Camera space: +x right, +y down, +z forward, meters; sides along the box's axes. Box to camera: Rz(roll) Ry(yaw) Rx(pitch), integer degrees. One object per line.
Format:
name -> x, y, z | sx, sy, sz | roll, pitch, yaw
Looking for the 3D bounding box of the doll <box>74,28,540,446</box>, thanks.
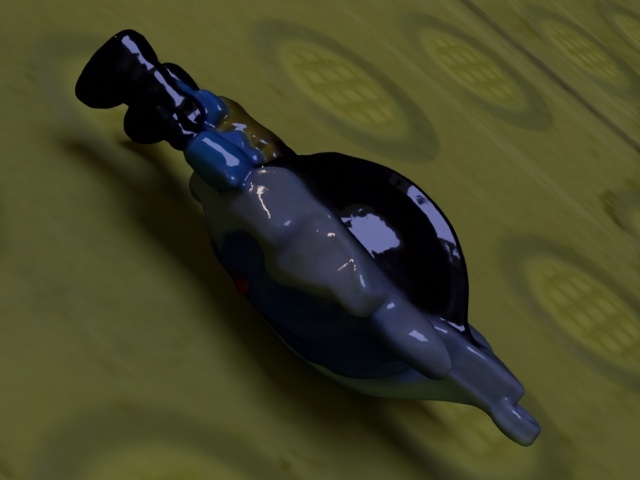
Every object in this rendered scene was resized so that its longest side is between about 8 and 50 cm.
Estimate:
doll -> 0.000, 0.000, 0.500 | 0.195, 0.070, 0.096 | 41, 9, 21
